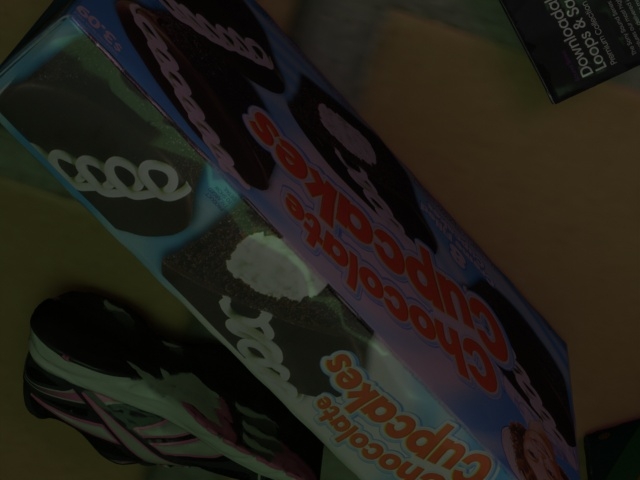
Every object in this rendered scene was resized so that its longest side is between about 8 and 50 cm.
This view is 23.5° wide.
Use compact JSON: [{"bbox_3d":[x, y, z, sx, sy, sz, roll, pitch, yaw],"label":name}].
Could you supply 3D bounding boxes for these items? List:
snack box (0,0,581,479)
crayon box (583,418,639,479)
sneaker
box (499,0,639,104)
[{"bbox_3d":[0.000,0.000,0.710,0.060,0.187,0.322,-37,108,21],"label":"snack box"},{"bbox_3d":[0.235,0.175,0.696,0.203,0.323,0.083,-19,113,15],"label":"crayon box"},{"bbox_3d":[-0.082,0.095,0.843,0.178,0.072,0.077,29,128,1],"label":"sneaker"},{"bbox_3d":[0.154,-0.148,0.708,0.162,0.029,0.116,-25,110,16],"label":"box"}]
